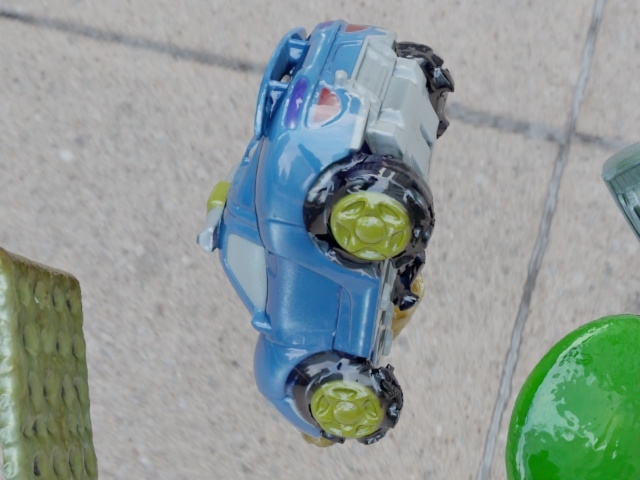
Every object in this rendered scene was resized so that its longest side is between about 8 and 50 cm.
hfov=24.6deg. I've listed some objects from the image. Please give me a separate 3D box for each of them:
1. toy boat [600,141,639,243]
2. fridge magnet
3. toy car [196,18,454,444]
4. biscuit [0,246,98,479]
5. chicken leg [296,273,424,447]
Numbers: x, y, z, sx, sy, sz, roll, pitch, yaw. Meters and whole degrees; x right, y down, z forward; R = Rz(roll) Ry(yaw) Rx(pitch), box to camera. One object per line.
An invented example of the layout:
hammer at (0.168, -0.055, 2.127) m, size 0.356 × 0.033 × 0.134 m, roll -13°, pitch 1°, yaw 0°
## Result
toy boat at (0.385, 0.009, 1.546) m, size 0.078 × 0.260 × 0.085 m, roll -30°, pitch 28°, yaw 22°
fridge magnet at (0.239, 0.162, 1.226) m, size 0.208 × 0.088 × 0.208 m, roll -6°, pitch 103°, yaw -28°
toy car at (0.000, 0.000, 1.043) m, size 0.166 × 0.314 × 0.198 m, roll 11°, pitch 38°, yaw 7°
biscuit at (-0.119, 0.123, 0.666) m, size 0.016 × 0.139 × 0.231 m, roll -7°, pitch 83°, yaw 4°
chicken leg at (0.042, 0.119, 1.678) m, size 0.087 × 0.107 × 0.251 m, roll 26°, pitch 80°, yaw -11°
